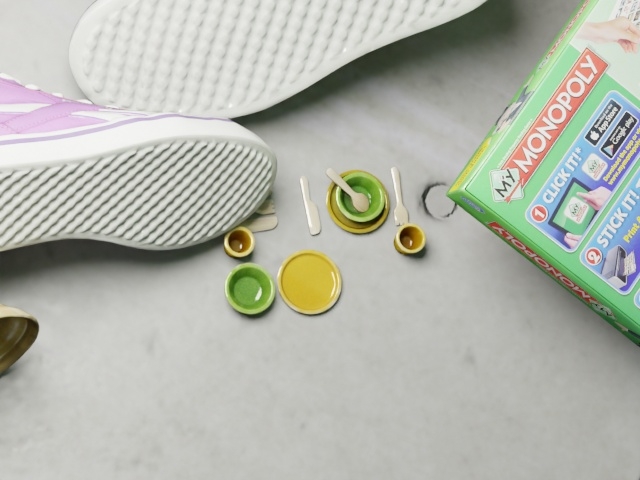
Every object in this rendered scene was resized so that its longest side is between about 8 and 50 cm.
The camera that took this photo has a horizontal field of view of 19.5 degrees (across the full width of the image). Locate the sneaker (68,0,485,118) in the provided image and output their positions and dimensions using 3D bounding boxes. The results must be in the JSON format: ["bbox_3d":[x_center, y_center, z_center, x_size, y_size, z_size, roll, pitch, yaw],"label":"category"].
[{"bbox_3d":[-0.023,-0.179,1.347,0.321,0.127,0.126,-16,117,6],"label":"sneaker"}]

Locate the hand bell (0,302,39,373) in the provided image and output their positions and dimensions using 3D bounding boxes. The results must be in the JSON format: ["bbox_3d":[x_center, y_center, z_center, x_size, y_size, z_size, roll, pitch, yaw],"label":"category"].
[{"bbox_3d":[-0.299,-0.015,1.258,0.126,0.126,0.242,-25,73,-17],"label":"hand bell"}]

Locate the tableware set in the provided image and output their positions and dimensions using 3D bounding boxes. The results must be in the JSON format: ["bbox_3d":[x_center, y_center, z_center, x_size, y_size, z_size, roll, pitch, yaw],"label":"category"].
[{"bbox_3d":[0.000,0.000,1.354,0.154,0.024,0.104,-8,80,-15],"label":"tableware set"}]

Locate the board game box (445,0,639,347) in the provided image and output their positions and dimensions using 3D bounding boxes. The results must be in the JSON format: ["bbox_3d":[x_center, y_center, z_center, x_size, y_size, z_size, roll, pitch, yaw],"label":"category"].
[{"bbox_3d":[0.263,-0.095,1.317,0.213,0.046,0.317,38,79,-7],"label":"board game box"}]

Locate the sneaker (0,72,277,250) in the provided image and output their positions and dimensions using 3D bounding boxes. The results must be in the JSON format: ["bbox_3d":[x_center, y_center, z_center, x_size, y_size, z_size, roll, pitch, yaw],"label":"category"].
[{"bbox_3d":[-0.173,-0.076,1.282,0.282,0.102,0.161,-1,37,-36],"label":"sneaker"}]
